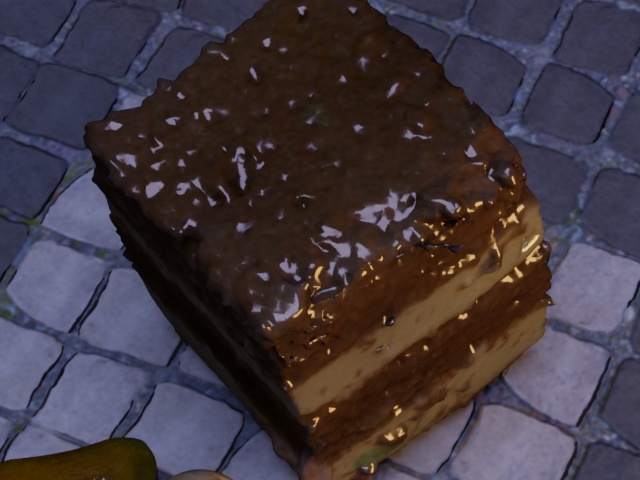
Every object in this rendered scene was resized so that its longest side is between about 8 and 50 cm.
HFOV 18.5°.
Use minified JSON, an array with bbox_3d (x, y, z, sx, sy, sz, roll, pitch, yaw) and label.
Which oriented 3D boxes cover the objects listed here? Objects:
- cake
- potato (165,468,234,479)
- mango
[{"bbox_3d":[0.000,0.000,1.486,0.256,0.290,0.282,-34,60,-17],"label":"cake"},{"bbox_3d":[-0.104,0.249,1.442,0.118,0.109,0.178,32,66,22],"label":"potato"},{"bbox_3d":[-0.201,0.211,1.492,0.165,0.089,0.115,-11,48,-6],"label":"mango"}]
